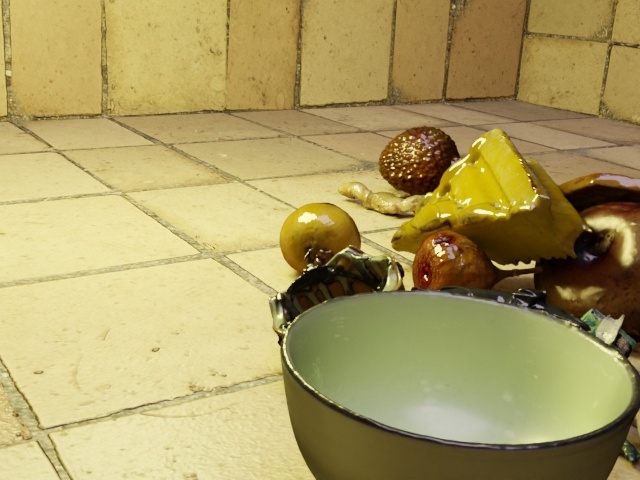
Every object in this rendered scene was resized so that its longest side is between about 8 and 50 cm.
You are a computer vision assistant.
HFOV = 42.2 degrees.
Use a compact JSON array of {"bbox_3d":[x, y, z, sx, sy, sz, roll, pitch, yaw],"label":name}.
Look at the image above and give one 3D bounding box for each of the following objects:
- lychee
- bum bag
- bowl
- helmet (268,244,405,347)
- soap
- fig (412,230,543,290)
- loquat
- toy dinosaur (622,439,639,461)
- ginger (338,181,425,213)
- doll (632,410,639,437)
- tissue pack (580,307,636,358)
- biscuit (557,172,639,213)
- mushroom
[{"bbox_3d":[0.265,-0.201,2.111,0.238,0.200,0.200,0,15,27],"label":"lychee"},{"bbox_3d":[0.243,0.093,1.132,0.248,0.060,0.123,4,-6,-2],"label":"bum bag"},{"bbox_3d":[0.130,0.195,0.846,0.354,0.185,0.354,4,18,-1],"label":"bowl"},{"bbox_3d":[0.039,0.112,1.149,0.198,0.130,0.224,-36,26,-10],"label":"helmet"},{"bbox_3d":[0.272,-0.004,1.419,0.169,0.304,0.338,34,20,-16],"label":"soap"},{"bbox_3d":[0.259,0.051,1.386,0.201,0.146,0.134,-9,-21,-15],"label":"fig"},{"bbox_3d":[0.000,0.000,1.515,0.163,0.137,0.163,21,20,-8],"label":"loquat"},{"bbox_3d":[0.276,0.179,1.112,0.147,0.076,0.363,24,10,-21],"label":"toy dinosaur"},{"bbox_3d":[0.161,-0.098,1.984,0.259,0.065,0.149,13,6,44],"label":"ginger"},{"bbox_3d":[0.527,0.221,0.985,0.365,0.094,0.160,5,15,12],"label":"doll"},{"bbox_3d":[0.403,0.147,1.188,0.085,0.079,0.111,42,30,15],"label":"tissue pack"},{"bbox_3d":[0.564,-0.019,1.499,0.359,0.046,0.359,20,-20,8],"label":"biscuit"},{"bbox_3d":[0.503,0.064,1.348,0.254,0.267,0.267,35,16,-7],"label":"mushroom"}]
